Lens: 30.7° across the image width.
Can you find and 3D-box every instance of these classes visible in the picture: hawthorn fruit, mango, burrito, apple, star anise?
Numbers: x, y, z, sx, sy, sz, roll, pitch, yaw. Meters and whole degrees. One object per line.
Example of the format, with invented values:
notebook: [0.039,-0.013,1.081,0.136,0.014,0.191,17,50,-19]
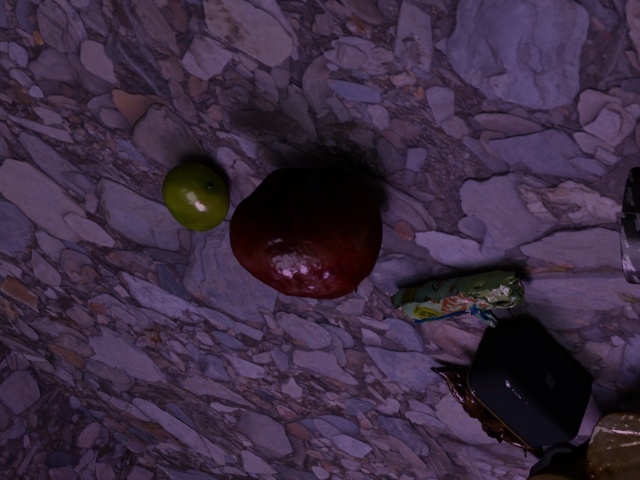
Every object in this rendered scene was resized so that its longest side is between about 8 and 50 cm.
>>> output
hawthorn fruit: [0.000,0.000,1.825,0.230,0.210,0.266,-12,145,31]
mango: [-0.209,-0.072,2.001,0.117,0.089,0.163,13,158,12]
burrito: [0.233,0.103,1.905,0.104,0.054,0.288,44,146,-22]
apple: [0.499,0.464,1.845,0.365,0.295,0.329,53,157,34]
star anise: [0.312,0.285,2.068,0.272,0.102,0.272,41,172,7]

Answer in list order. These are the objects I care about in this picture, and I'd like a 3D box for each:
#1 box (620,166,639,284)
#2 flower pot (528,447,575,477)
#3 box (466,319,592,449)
box: [0.457,-0.018,1.465,0.135,0.151,0.151,1,139,27]
flower pot: [0.501,0.477,2.172,0.229,0.103,0.108,28,150,3]
box: [0.348,0.234,1.915,0.201,0.144,0.090,44,142,-20]
